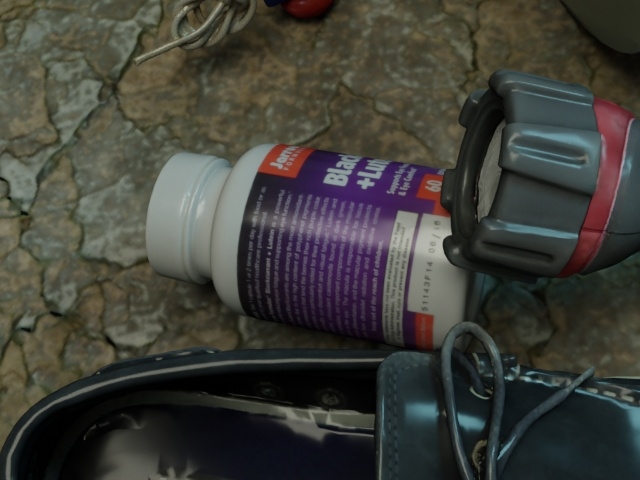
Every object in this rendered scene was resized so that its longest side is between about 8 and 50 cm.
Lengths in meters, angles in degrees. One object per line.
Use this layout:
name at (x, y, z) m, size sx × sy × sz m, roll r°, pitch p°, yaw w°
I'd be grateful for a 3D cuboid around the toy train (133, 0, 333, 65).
toy train at (-0.043, -0.231, 0.721) m, size 0.248 × 0.105 × 0.143 m, roll -28°, pitch 58°, yaw 1°

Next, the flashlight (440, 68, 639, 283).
flashlight at (0.219, -0.009, 0.528) m, size 0.304 × 0.103 × 0.103 m, roll 11°, pitch 75°, yaw -8°

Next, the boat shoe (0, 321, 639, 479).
boat shoe at (0.066, 0.144, 0.535) m, size 0.500 × 0.156 × 0.187 m, roll 3°, pitch 70°, yaw 11°

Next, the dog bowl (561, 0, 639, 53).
dog bowl at (0.167, -0.244, 0.588) m, size 0.104 × 0.265 × 0.265 m, roll -27°, pitch 68°, yaw 4°

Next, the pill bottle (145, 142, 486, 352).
pill bottle at (0.000, 0.000, 0.621) m, size 0.193 × 0.108 × 0.108 m, roll 10°, pitch 73°, yaw 14°
